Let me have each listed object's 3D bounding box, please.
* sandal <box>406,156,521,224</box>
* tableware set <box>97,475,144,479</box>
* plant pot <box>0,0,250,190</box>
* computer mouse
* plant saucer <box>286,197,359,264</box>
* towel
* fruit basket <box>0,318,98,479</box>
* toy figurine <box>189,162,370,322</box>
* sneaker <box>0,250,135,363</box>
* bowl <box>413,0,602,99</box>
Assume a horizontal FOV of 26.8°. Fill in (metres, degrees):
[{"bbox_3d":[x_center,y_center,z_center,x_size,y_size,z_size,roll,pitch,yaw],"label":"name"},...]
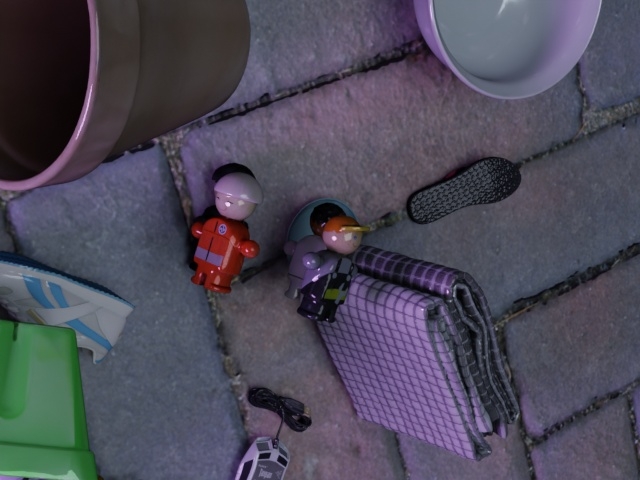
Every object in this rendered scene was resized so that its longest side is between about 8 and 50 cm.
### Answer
[{"bbox_3d":[0.202,-0.075,1.924,0.179,0.040,0.067,-20,105,-12],"label":"sandal"},{"bbox_3d":[-0.278,0.377,1.724,0.104,0.024,0.154,-2,102,-28],"label":"tableware set"},{"bbox_3d":[-0.238,-0.225,1.483,0.280,0.323,0.323,-9,105,-46],"label":"plant pot"},{"bbox_3d":[-0.081,0.301,1.820,0.106,0.042,0.193,25,80,-37],"label":"computer mouse"},{"bbox_3d":[0.000,0.000,1.818,0.119,0.021,0.119,-7,103,-31],"label":"plant saucer"},{"bbox_3d":[0.130,0.142,1.791,0.121,0.235,0.283,-44,127,-28],"label":"towel"},{"bbox_3d":[-0.442,0.262,1.445,0.392,0.283,0.392,3,81,-19],"label":"fruit basket"},{"bbox_3d":[-0.054,-0.002,1.660,0.209,0.213,0.148,17,94,-6],"label":"toy figurine"},{"bbox_3d":[-0.333,0.076,1.591,0.229,0.087,0.092,25,90,-31],"label":"sneaker"},{"bbox_3d":[0.230,-0.345,1.825,0.298,0.134,0.298,-7,104,-31],"label":"bowl"}]
